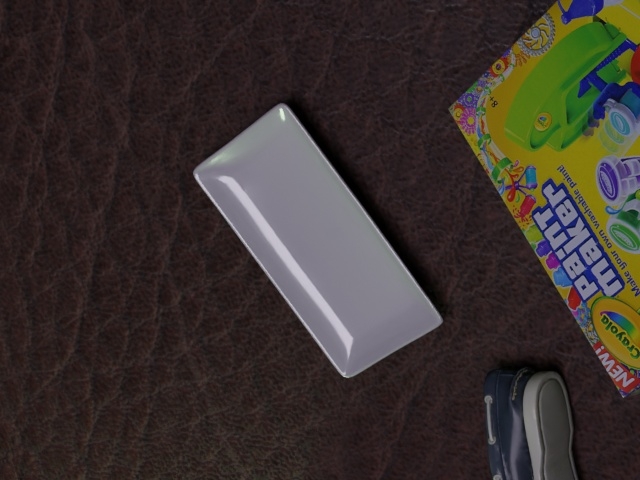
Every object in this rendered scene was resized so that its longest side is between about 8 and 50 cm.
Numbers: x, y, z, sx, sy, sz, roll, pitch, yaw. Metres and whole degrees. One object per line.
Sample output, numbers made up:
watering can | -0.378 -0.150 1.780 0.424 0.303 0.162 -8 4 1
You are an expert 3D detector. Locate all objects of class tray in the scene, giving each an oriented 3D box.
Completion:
tray | 0.000 0.000 1.610 0.145 0.030 0.270 -34 94 34

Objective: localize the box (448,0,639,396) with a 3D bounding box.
box | 0.307 -0.075 1.268 0.279 0.177 0.290 -45 63 35

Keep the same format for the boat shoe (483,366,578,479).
boat shoe | 0.203 0.250 1.576 0.079 0.095 0.254 2 107 39
